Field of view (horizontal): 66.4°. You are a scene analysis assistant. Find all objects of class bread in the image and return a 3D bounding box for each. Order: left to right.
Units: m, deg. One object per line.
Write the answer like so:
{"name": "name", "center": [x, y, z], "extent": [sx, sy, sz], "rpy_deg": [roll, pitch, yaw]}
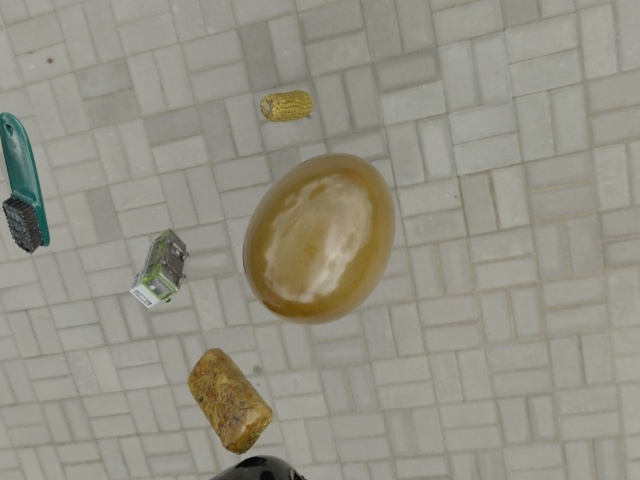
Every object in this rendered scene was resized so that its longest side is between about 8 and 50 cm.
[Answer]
{"name": "bread", "center": [-0.186, 0.311, 0.968], "extent": [0.211, 0.083, 0.114], "rpy_deg": [36, 91, 42]}

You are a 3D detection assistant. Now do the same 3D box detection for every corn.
{"name": "corn", "center": [-0.106, -0.422, 1.550], "extent": [0.106, 0.293, 0.106], "rpy_deg": [7, 111, 20]}

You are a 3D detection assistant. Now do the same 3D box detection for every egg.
{"name": "egg", "center": [0.000, 0.000, 0.848], "extent": [0.250, 0.250, 0.322], "rpy_deg": [32, 120, 1]}

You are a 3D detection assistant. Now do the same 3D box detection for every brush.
{"name": "brush", "center": [-0.331, -0.053, 0.536], "extent": [0.043, 0.032, 0.193], "rpy_deg": [26, 136, 5]}

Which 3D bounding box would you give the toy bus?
{"name": "toy bus", "center": [-0.523, 0.084, 1.618], "extent": [0.139, 0.301, 0.113], "rpy_deg": [-32, 118, 9]}

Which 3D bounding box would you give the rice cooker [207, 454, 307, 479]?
{"name": "rice cooker", "center": [-0.113, 0.521, 0.856], "extent": [0.224, 0.267, 0.267], "rpy_deg": [-28, 97, -4]}
